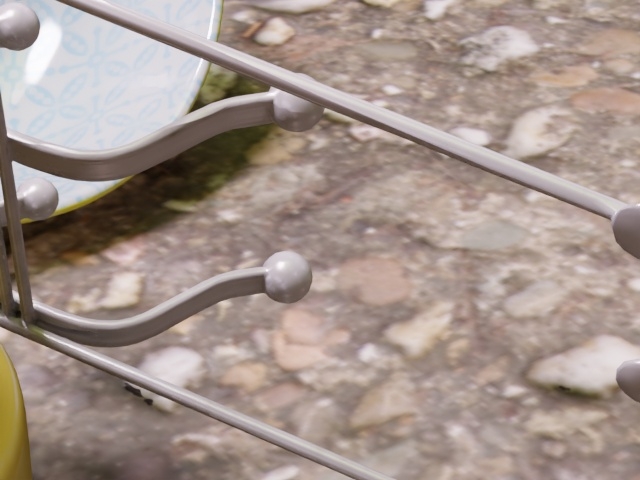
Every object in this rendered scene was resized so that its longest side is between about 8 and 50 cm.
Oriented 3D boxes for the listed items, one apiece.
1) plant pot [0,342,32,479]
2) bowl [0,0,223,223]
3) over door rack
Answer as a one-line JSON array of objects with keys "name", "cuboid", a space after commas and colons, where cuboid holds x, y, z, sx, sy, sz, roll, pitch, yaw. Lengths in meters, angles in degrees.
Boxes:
[{"name": "plant pot", "cuboid": [-0.227, 0.030, 0.672, 0.254, 0.239, 0.254, 3, 31, -2]}, {"name": "bowl", "cuboid": [-0.210, -0.137, 0.983, 0.289, 0.289, 0.156, -21, 3, -34]}, {"name": "over door rack", "cuboid": [0.000, 0.000, 0.672, 0.324, 0.239, 0.108, 32, 60, 20]}]
